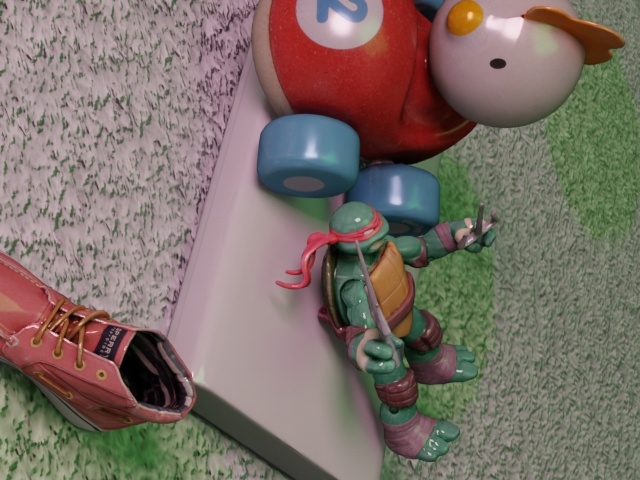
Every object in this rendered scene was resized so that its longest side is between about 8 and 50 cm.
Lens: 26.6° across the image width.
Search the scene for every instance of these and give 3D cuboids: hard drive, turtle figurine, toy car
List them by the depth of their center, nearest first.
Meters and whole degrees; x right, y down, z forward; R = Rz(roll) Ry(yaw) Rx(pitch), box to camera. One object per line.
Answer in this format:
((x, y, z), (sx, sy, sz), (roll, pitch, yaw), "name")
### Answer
((0.095, -0.140, 0.973), (0.210, 0.238, 0.219), (25, 62, -49), "toy car")
((0.058, 0.043, 0.987), (0.175, 0.118, 0.234), (-49, 139, -30), "turtle figurine")
((0.000, 0.000, 1.055), (0.233, 0.047, 0.353), (42, 50, -42), "hard drive")

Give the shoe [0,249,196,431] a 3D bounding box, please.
((-0.150, 0.054, 0.803), (0.178, 0.081, 0.063), (49, 46, -37), "shoe")
